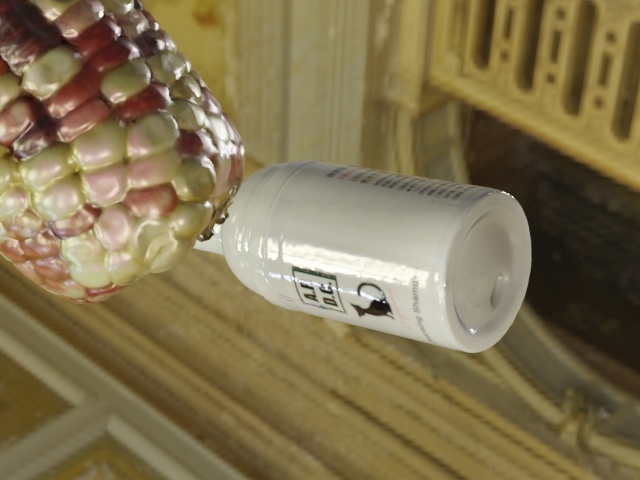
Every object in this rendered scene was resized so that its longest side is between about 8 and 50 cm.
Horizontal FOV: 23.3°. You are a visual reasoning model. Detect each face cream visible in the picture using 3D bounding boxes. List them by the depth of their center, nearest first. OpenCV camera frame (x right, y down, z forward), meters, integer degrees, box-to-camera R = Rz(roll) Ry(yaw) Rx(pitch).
[{"bbox_3d":[0.000,0.000,1.427,0.369,0.145,0.145,10,-145,37],"label":"face cream"}]

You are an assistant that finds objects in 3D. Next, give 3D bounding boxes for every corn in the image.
[{"bbox_3d":[-0.122,-0.090,0.455,0.253,0.086,0.086,51,-135,-8],"label":"corn"}]
